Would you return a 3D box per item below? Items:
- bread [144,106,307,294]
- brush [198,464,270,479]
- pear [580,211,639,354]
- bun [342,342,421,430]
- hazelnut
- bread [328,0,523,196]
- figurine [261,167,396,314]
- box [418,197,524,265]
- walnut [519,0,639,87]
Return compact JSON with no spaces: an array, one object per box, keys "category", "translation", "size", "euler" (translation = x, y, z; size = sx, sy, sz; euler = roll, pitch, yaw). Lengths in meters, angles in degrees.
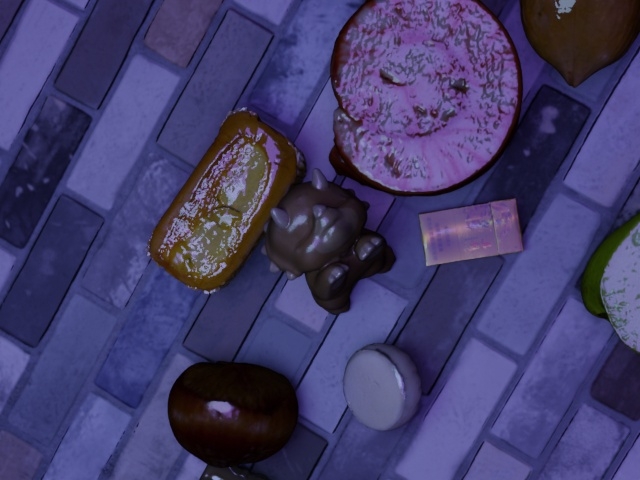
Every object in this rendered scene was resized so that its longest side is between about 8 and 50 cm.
[{"category":"bread","translation":[-0.144,-0.058,1.914],"size":[0.153,0.119,0.288],"euler":[36,97,10]},{"category":"brush","translation":[-0.054,0.437,1.947],"size":[0.301,0.071,0.084],"euler":[25,92,1]},{"category":"pear","translation":[0.523,0.069,1.800],"size":[0.293,0.159,0.292],"euler":[0,89,10]},{"category":"bun","translation":[0.110,0.226,1.900],"size":[0.138,0.094,0.138],"euler":[6,99,44]},{"category":"hazelnut","translation":[-0.135,0.273,1.899],"size":[0.204,0.178,0.177],"euler":[2,93,-27]},{"category":"bread","translation":[0.162,-0.230,1.862],"size":[0.295,0.114,0.327],"euler":[3,91,9]},{"category":"figurine","translation":[0.002,-0.004,1.842],"size":[0.177,0.247,0.173],"euler":[-45,75,6]},{"category":"box","translation":[0.236,-0.013,1.905],"size":[0.156,0.022,0.089],"euler":[-7,91,9]},{"category":"walnut","translation":[0.385,-0.375,1.785],"size":[0.203,0.203,0.297],"euler":[11,97,8]}]
